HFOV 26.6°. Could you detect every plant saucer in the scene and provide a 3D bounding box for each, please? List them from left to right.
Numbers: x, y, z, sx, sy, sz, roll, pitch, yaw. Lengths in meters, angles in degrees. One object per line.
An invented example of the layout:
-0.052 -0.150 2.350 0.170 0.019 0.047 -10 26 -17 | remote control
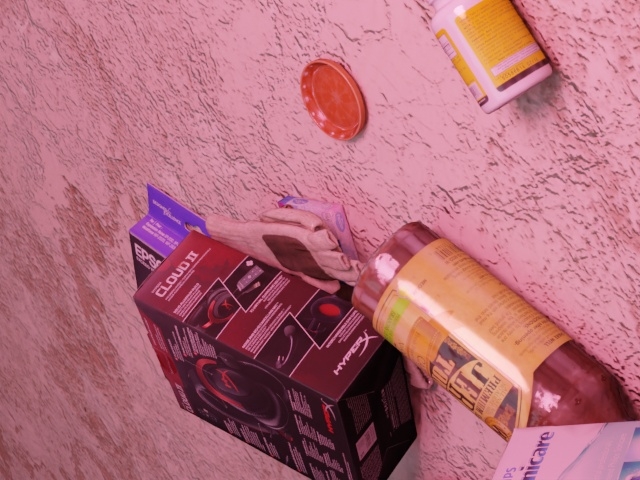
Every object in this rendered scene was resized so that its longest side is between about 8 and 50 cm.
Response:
0.013 -0.137 1.306 0.083 0.013 0.083 34 141 33 | plant saucer

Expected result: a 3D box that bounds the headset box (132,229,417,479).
-0.056 0.130 1.435 0.293 0.110 0.218 24 149 28 | headset box

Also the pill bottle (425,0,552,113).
0.128 -0.165 1.078 0.116 0.065 0.065 58 148 0 | pill bottle

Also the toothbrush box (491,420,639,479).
0.296 0.257 1.044 0.295 0.126 0.216 -10 111 27 | toothbrush box

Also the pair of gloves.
0.002 0.055 1.419 0.204 0.042 0.240 2 135 50 | pair of gloves

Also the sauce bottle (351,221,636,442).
0.181 0.121 1.202 0.344 0.111 0.111 39 143 24 | sauce bottle

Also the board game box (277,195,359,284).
0.000 0.000 1.432 0.090 0.020 0.090 10 125 49 | board game box

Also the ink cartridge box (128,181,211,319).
-0.156 0.058 1.670 0.206 0.045 0.208 31 137 37 | ink cartridge box
